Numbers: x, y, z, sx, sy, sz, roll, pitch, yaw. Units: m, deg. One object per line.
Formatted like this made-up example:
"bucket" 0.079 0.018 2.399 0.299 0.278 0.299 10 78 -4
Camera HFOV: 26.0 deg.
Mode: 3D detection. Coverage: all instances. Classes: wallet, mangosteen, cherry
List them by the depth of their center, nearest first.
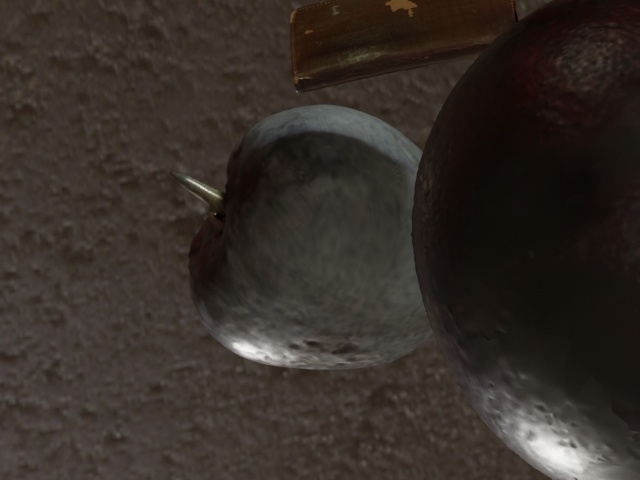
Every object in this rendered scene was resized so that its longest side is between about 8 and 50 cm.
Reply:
"mangosteen" 0.123 0.000 0.490 0.194 0.230 0.194 0 93 -7
"wallet" 0.064 -0.161 1.063 0.176 0.095 0.026 -12 139 8
"cherry" 0.000 0.000 1.268 0.296 0.218 0.255 16 122 -19
